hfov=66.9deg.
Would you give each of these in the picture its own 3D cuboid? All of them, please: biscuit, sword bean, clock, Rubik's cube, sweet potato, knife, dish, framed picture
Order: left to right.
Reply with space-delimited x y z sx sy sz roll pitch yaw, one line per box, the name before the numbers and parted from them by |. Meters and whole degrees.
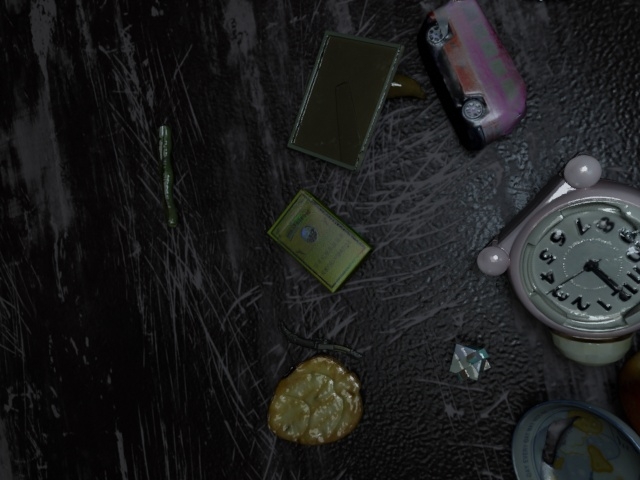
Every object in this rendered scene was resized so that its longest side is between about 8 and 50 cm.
sword bean | -0.405 -0.167 1.282 0.043 0.038 0.269 -8 87 41
biscuit | -0.019 0.388 1.159 0.260 0.041 0.203 -33 83 14
knife | -0.007 0.251 1.164 0.222 0.021 0.046 19 92 17
framed picture | 0.050 -0.325 1.119 0.211 0.020 0.290 25 100 31
sweet potato | 0.121 -0.370 1.119 0.249 0.059 0.069 26 76 19
Rubik's cube | 0.324 0.263 1.037 0.073 0.075 0.084 12 108 32
dish | 0.531 0.441 0.948 0.273 0.133 0.273 0 90 51
clock | 0.515 0.040 0.919 0.326 0.184 0.342 43 119 13

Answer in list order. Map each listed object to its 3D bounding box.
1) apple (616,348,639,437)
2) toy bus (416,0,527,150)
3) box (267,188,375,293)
apple | 0.667 0.267 0.858 0.253 0.253 0.254 0 89 17
toy bus | 0.317 -0.350 1.021 0.147 0.127 0.303 -26 82 11
box | 0.000 0.000 1.145 0.220 0.064 0.141 43 101 14
